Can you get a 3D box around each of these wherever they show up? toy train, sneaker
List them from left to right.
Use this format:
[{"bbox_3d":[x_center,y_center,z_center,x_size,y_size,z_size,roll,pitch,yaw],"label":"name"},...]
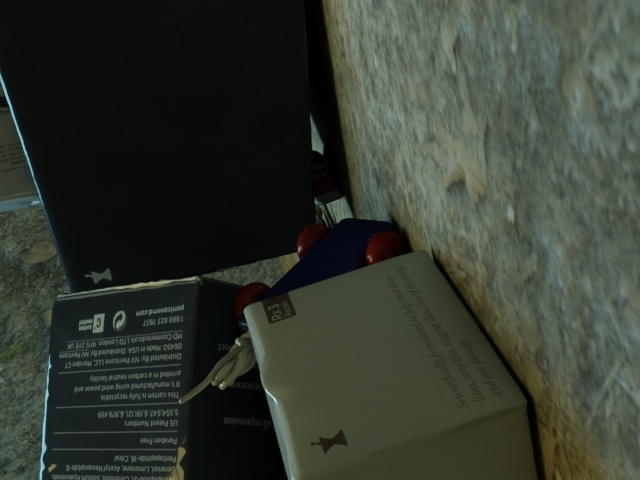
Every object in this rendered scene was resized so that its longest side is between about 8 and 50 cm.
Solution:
[{"bbox_3d":[-0.009,0.103,0.885,0.105,0.248,0.143,6,131,45],"label":"toy train"},{"bbox_3d":[-0.007,-0.078,1.270,0.118,0.042,0.067,-170,59,-76],"label":"sneaker"}]

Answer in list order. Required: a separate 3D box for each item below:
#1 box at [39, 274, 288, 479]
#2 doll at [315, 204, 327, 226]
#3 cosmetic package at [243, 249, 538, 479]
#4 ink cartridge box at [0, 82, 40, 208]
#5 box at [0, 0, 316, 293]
[{"bbox_3d":[-0.090,0.256,1.000,0.294,0.212,0.395,17,-110,-48],"label":"box"},{"bbox_3d":[0.000,0.000,1.443,0.189,0.046,0.129,-112,6,-50],"label":"doll"},{"bbox_3d":[0.072,0.229,0.778,0.217,0.156,0.384,-115,11,-59],"label":"cosmetic package"},{"bbox_3d":[-0.390,-0.153,1.222,0.172,0.100,0.237,175,82,-82],"label":"ink cartridge box"},{"bbox_3d":[-0.206,-0.279,1.144,0.479,0.298,0.471,87,168,-49],"label":"box"}]
